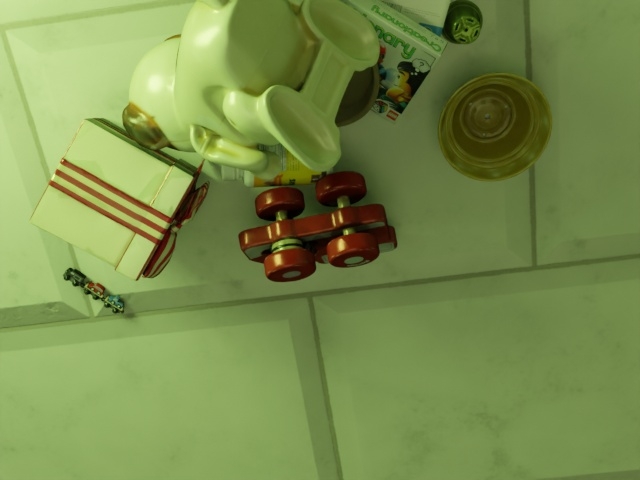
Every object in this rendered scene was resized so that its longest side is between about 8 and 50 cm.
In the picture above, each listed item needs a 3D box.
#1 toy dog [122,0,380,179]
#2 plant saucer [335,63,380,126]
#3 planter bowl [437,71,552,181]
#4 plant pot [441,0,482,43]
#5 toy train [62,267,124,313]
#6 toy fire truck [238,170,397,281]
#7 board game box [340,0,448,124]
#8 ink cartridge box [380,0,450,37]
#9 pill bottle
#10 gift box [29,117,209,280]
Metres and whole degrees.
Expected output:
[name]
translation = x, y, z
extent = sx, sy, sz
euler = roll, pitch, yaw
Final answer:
[toy dog]
translation = -0.174, -0.257, 1.347
extent = 0.395, 0.284, 0.408
euler = 24, 160, -34
[plant saucer]
translation = -0.018, -0.326, 1.454
extent = 0.278, 0.041, 0.278
euler = 18, 142, 15
[planter bowl]
translation = 0.333, -0.231, 1.555
extent = 0.217, 0.090, 0.217
euler = 1, 115, 1
[plant pot]
translation = 0.267, -0.399, 1.481
extent = 0.083, 0.079, 0.083
euler = 0, 116, 0
[toy train]
translation = -0.501, 0.111, 1.776
extent = 0.158, 0.027, 0.036
euler = 38, 100, -15
[toy fire truck]
translation = 0.000, 0.000, 1.612
extent = 0.302, 0.169, 0.254
euler = -13, 159, 6
[board game box]
translation = 0.054, -0.360, 1.449
extent = 0.305, 0.053, 0.193
euler = 30, 141, -3
[ink cartridge box]
translation = 0.174, -0.477, 1.444
extent = 0.134, 0.078, 0.231
euler = 12, 116, -4
[pill bottle]
translation = -0.087, -0.165, 1.563
extent = 0.215, 0.117, 0.117
euler = -3, 116, -9
[gift box]
translation = -0.370, -0.092, 1.557
extent = 0.258, 0.276, 0.255
euler = 30, 100, -9
